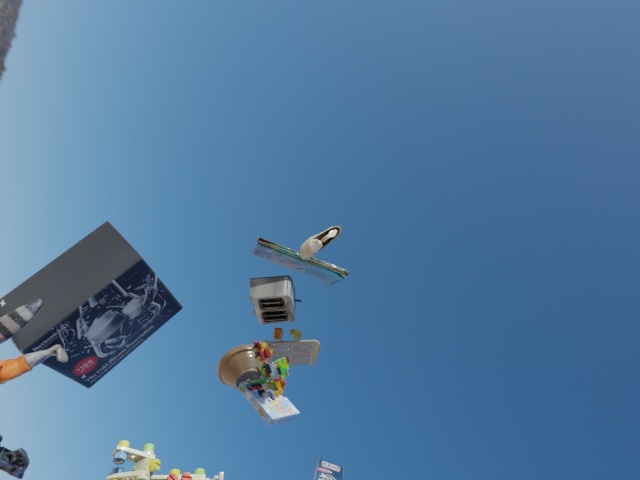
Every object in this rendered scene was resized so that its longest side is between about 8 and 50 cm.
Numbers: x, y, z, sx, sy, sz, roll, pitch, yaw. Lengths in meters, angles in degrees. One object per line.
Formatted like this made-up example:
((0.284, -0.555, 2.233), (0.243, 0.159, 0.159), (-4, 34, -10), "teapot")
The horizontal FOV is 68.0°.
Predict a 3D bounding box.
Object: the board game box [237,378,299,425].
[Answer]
((-0.202, 0.628, 1.862), (0.211, 0.160, 0.039), (38, -75, 35), "board game box")

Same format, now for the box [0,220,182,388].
((-0.606, 0.183, 1.290), (0.179, 0.343, 0.313), (38, -21, 26), "box")

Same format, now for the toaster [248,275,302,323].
((-0.171, 0.223, 1.796), (0.110, 0.185, 0.168), (-92, 177, -46), "toaster")

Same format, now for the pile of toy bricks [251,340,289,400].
((-0.152, 0.438, 1.631), (0.118, 0.105, 0.213), (-2, -75, 61), "pile of toy bricks")

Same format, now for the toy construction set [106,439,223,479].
((-0.381, 0.636, 1.242), (0.151, 0.327, 0.215), (-75, 177, -60), "toy construction set")

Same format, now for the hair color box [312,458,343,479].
((0.005, 0.924, 1.618), (0.105, 0.347, 0.174), (17, -84, 3), "hair color box")

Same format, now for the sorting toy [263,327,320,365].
((-0.119, 0.431, 1.934), (0.307, 0.228, 0.041), (101, -10, -50), "sorting toy")

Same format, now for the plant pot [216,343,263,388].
((-0.344, 0.597, 2.159), (0.110, 0.237, 0.238), (51, -51, 51), "plant pot")

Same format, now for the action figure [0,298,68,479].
((-0.629, 0.269, 0.862), (0.341, 0.330, 0.178), (56, -7, -30), "action figure")

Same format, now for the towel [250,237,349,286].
((-0.092, 0.092, 1.876), (0.271, 0.369, 0.040), (139, -29, -72), "towel")

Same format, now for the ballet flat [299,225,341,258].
((0.000, 0.000, 1.551), (0.057, 0.168, 0.052), (54, -26, -4), "ballet flat")
